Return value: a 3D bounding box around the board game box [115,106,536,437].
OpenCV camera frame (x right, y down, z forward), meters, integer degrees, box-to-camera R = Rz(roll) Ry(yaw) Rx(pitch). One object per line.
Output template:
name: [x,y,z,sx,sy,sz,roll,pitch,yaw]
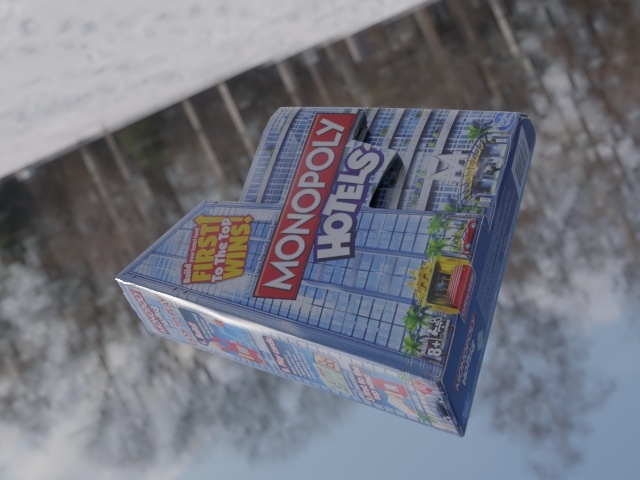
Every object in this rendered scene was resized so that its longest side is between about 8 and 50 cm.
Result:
board game box: [0.000,0.000,0.977,0.194,0.060,0.194,3,-124,20]
